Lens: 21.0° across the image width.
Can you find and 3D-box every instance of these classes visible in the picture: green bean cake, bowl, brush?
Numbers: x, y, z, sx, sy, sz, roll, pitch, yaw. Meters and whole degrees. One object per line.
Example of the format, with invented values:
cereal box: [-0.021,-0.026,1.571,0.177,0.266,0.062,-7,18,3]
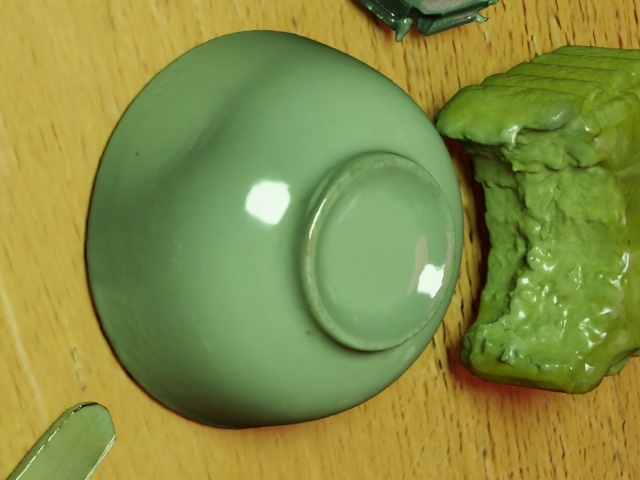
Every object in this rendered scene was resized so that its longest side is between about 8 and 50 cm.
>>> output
green bean cake: [0.200,-0.021,1.327,0.233,0.124,0.236,-26,116,-46]
bowl: [0.000,0.000,1.179,0.289,0.146,0.289,-6,100,-38]
brush: [-0.243,0.232,1.095,0.336,0.020,0.085,-49,122,-24]

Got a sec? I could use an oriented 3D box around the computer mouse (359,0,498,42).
computer mouse: [0.085,-0.259,1.264,0.126,0.071,0.231,7,100,-26]
